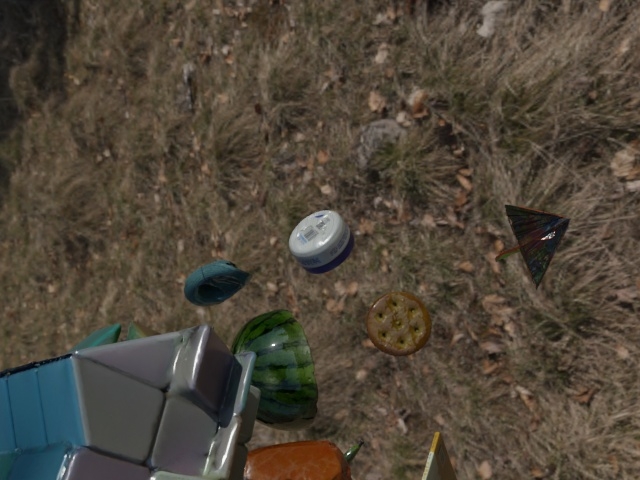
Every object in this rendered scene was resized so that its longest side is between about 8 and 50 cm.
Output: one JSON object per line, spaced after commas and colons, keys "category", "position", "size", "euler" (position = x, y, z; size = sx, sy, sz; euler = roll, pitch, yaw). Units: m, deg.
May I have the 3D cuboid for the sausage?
{"category": "sausage", "position": [-0.066, 0.511, 1.310], "size": [0.153, 0.267, 0.141], "euler": [-109, 23, -44]}

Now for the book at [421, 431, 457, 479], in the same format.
{"category": "book", "position": [0.327, 0.714, 1.719], "size": [0.020, 0.295, 0.208], "euler": [-11, 110, 27]}

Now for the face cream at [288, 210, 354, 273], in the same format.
{"category": "face cream", "position": [0.000, 0.000, 2.030], "size": [0.111, 0.206, 0.206], "euler": [55, 175, -34]}

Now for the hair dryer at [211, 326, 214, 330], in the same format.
{"category": "hair dryer", "position": [-0.329, 0.302, 1.614], "size": [0.057, 0.198, 0.100], "euler": [45, 136, -16]}

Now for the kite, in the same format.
{"category": "kite", "position": [0.457, 0.008, 1.313], "size": [0.014, 0.183, 0.241], "euler": [-116, 1, -60]}

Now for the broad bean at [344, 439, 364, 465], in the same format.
{"category": "broad bean", "position": [0.064, 0.832, 2.180], "size": [0.298, 0.060, 0.043], "euler": [-61, 12, -12]}

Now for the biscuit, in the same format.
{"category": "biscuit", "position": [0.255, 0.274, 2.019], "size": [0.066, 0.220, 0.221], "euler": [78, 177, -72]}

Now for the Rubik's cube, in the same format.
{"category": "Rubik's cube", "position": [-0.261, 0.281, 0.856], "size": [0.387, 0.368, 0.358], "euler": [-17, 50, 40]}

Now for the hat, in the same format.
{"category": "hat", "position": [-0.262, 0.097, 1.586], "size": [0.190, 0.138, 0.078], "euler": [-31, 49, 25]}

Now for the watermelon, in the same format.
{"category": "watermelon", "position": [-0.147, 0.353, 1.600], "size": [0.330, 0.189, 0.331], "euler": [173, 90, -71]}
